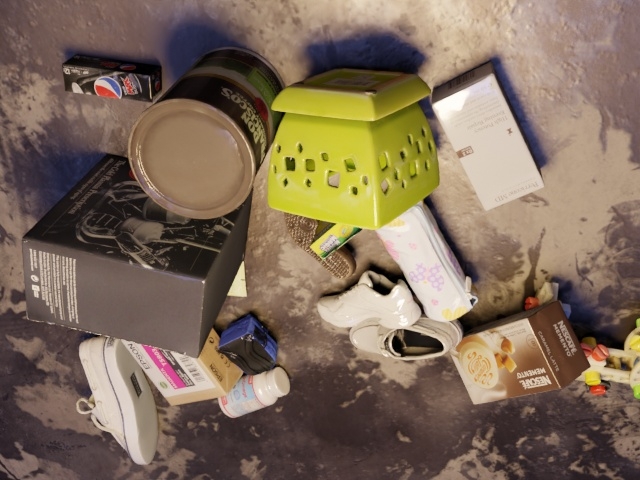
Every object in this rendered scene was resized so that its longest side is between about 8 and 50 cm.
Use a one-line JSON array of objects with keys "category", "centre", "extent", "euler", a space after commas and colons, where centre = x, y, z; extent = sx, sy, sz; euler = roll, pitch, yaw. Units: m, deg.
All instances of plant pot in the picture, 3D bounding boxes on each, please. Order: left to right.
[{"category": "plant pot", "centre": [0.055, -0.166, 1.126], "extent": [0.228, 0.227, 0.207], "euler": [14, 120, 32]}]

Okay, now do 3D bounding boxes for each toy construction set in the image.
[{"category": "toy construction set", "centre": [0.547, 0.213, 1.346], "extent": [0.327, 0.151, 0.215], "euler": [22, 147, 5]}]

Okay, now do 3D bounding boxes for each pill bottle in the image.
[{"category": "pill bottle", "centre": [-0.155, 0.354, 1.596], "extent": [0.160, 0.087, 0.087], "euler": [-25, 114, 23]}]

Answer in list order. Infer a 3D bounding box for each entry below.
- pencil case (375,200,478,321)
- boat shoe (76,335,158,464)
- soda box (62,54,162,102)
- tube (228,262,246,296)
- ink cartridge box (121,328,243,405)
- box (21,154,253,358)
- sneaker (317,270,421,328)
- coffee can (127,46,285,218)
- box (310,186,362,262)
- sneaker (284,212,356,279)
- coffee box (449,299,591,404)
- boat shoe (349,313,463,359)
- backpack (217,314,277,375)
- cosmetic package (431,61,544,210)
[{"category": "pencil case", "centre": [0.200, 0.030, 1.307], "extent": [0.113, 0.124, 0.273], "euler": [-38, 111, -11]}, {"category": "boat shoe", "centre": [-0.512, 0.394, 1.656], "extent": [0.156, 0.136, 0.367], "euler": [-4, 118, 12]}, {"category": "soda box", "centre": [-0.381, -0.297, 1.246], "extent": [0.168, 0.060, 0.053], "euler": [8, 123, 5]}, {"category": "tube", "centre": [-0.281, 0.082, 1.471], "extent": [0.240, 0.062, 0.070], "euler": [1, 163, 5]}, {"category": "ink cartridge box", "centre": [-0.318, 0.251, 1.528], "extent": [0.193, 0.088, 0.235], "euler": [-19, 112, 34]}, {"category": "box", "centre": [-0.319, 0.014, 1.262], "extent": [0.312, 0.343, 0.179], "euler": [13, 122, 1]}, {"category": "sneaker", "centre": [0.091, 0.113, 1.394], "extent": [0.232, 0.090, 0.115], "euler": [-4, 113, 30]}, {"category": "coffee can", "centre": [-0.179, -0.191, 1.148], "extent": [0.201, 0.275, 0.202], "euler": [4, 122, 7]}, {"category": "box", "centre": [0.038, -0.036, 1.263], "extent": [0.043, 0.179, 0.105], "euler": [42, 119, -16]}, {"category": "sneaker", "centre": [0.000, 0.000, 1.366], "extent": [0.066, 0.071, 0.188], "euler": [-40, 86, 20]}, {"category": "coffee box", "centre": [0.378, 0.223, 1.322], "extent": [0.246, 0.098, 0.141], "euler": [-34, 78, 57]}, {"category": "boat shoe", "centre": [0.160, 0.205, 1.402], "extent": [0.267, 0.088, 0.096], "euler": [-2, 108, 37]}, {"category": "backpack", "centre": [-0.150, 0.233, 1.511], "extent": [0.098, 0.101, 0.120], "euler": [-26, 118, 25]}, {"category": "cosmetic package", "centre": [0.294, -0.179, 1.187], "extent": [0.117, 0.085, 0.231], "euler": [-24, 113, 23]}]
